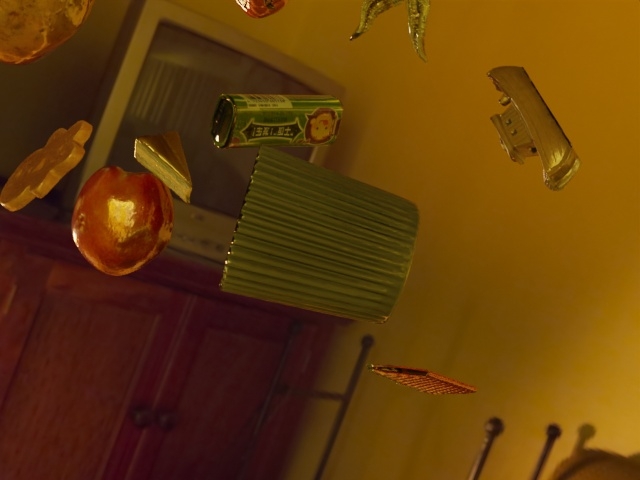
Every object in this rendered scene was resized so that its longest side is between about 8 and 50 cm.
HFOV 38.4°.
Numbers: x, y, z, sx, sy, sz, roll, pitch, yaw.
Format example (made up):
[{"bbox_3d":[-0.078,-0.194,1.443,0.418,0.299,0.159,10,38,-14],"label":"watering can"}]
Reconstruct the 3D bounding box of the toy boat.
[{"bbox_3d":[0.417,-0.235,1.875,0.089,0.121,0.321,31,30,-48],"label":"toy boat"}]

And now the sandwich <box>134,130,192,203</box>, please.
[{"bbox_3d":[-0.273,-0.121,1.596,0.074,0.116,0.074,-10,-26,-18],"label":"sandwich"}]

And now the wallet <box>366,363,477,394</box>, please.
[{"bbox_3d":[0.160,0.216,1.419,0.103,0.020,0.196,-3,-18,30],"label":"wallet"}]

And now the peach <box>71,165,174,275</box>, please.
[{"bbox_3d":[-0.413,-0.039,1.962,0.243,0.243,0.199,22,12,32],"label":"peach"}]

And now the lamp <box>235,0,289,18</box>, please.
[{"bbox_3d":[-0.160,-0.709,2.515,0.187,0.164,0.188,47,-18,20],"label":"lamp"}]

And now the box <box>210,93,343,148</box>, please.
[{"bbox_3d":[-0.108,-0.301,2.311,0.345,0.134,0.097,-8,32,-39],"label":"box"}]

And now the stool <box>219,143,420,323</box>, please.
[{"bbox_3d":[0.000,0.000,1.784,0.330,0.297,0.297,16,2,-5],"label":"stool"}]

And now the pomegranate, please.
[{"bbox_3d":[-0.525,-0.447,1.597,0.281,0.281,0.281,21,1,-1],"label":"pomegranate"}]

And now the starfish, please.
[{"bbox_3d":[0.202,-0.535,1.920,0.357,0.347,0.078,10,40,21],"label":"starfish"}]

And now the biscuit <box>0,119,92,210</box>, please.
[{"bbox_3d":[-0.785,-0.204,2.628,0.052,0.355,0.275,41,30,-32],"label":"biscuit"}]
